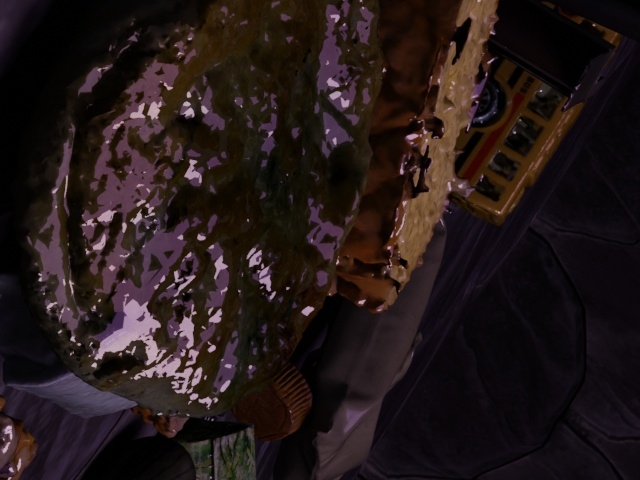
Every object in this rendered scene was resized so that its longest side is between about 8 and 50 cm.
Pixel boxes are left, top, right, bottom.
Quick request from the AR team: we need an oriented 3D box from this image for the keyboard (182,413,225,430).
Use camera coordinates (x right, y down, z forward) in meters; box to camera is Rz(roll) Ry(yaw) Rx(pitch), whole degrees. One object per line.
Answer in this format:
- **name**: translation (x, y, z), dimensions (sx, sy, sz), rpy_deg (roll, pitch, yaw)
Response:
- **keyboard**: translation (-0.078, 0.117, 1.517), dimensions (0.195, 0.018, 0.060), rpy_deg (-58, 166, 1)

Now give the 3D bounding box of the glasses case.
- **glasses case**: translation (-0.095, 0.303, 1.457), dimensions (0.095, 0.062, 0.272), rpy_deg (-13, 101, -64)

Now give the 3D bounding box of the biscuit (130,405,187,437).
- **biscuit**: translation (-0.093, 0.029, 1.074), dimensions (0.094, 0.054, 0.378), rpy_deg (-53, 169, -24)

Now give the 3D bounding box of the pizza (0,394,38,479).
- **pizza**: translation (-0.213, 0.156, 0.957), dimensions (0.184, 0.036, 0.176), rpy_deg (-58, 170, 8)

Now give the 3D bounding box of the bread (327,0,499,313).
- **bread**: translation (0.027, -0.097, 1.025), dimensions (0.160, 0.147, 0.260), rpy_deg (-56, 160, -54)

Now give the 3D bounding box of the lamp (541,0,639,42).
- **lamp**: translation (0.325, -0.380, 1.345), dimensions (0.272, 0.205, 0.374), rpy_deg (-43, 152, -41)

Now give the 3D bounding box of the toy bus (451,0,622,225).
- **toy bus**: translation (0.236, -0.181, 1.770), dimensions (0.335, 0.123, 0.121), rpy_deg (-56, 170, -3)

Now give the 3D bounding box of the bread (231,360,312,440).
- **bread**: translation (-0.045, 0.152, 1.586), dimensions (0.053, 0.085, 0.085), rpy_deg (-29, 152, -47)

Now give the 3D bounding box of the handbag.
- **handbag**: translation (0.039, 0.129, 1.737), dimensions (0.253, 0.109, 0.315), rpy_deg (115, -2, -57)

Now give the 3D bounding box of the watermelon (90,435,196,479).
- **watermelon**: translation (-0.143, 0.199, 1.299), dimensions (0.111, 0.078, 0.078), rpy_deg (-40, 161, -56)

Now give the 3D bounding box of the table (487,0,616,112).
- **table**: translation (0.186, -0.183, 1.467), dimensions (0.062, 0.146, 0.175), rpy_deg (-61, 169, 21)

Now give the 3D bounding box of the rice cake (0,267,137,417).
- **rice cake**: translation (-0.132, 0.059, 0.920), dimensions (0.069, 0.063, 0.206), rpy_deg (-16, 168, -1)

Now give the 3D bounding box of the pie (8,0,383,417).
- **pie**: translation (-0.049, -0.041, 0.824), dimensions (0.277, 0.079, 0.277), rpy_deg (-44, 142, -50)
